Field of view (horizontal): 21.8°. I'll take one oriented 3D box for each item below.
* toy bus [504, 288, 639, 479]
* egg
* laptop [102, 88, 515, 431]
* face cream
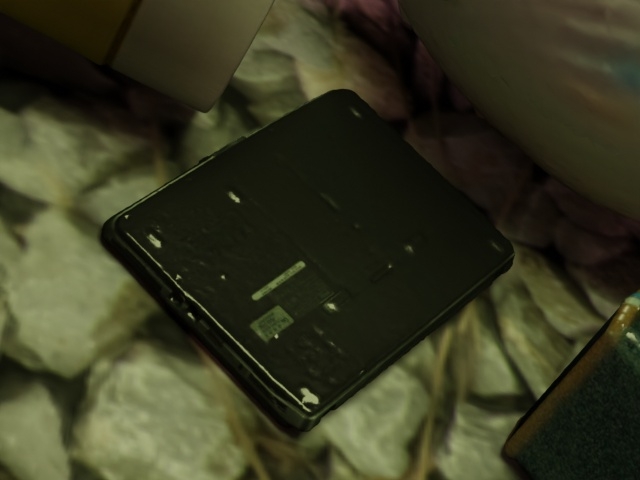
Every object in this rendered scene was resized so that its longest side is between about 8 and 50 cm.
[{"bbox_3d":[0.242,0.144,0.839,0.167,0.138,0.275,-25,67,-42],"label":"toy bus"},{"bbox_3d":[0.197,-0.187,0.974,0.340,0.354,0.354,13,42,13],"label":"egg"},{"bbox_3d":[0.000,0.000,0.892,0.154,0.026,0.207,46,44,10],"label":"laptop"},{"bbox_3d":[-0.092,-0.202,0.871,0.179,0.218,0.218,26,44,-8],"label":"face cream"}]
